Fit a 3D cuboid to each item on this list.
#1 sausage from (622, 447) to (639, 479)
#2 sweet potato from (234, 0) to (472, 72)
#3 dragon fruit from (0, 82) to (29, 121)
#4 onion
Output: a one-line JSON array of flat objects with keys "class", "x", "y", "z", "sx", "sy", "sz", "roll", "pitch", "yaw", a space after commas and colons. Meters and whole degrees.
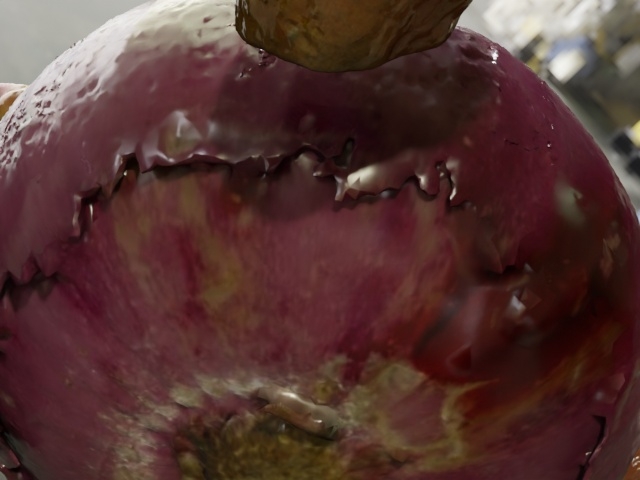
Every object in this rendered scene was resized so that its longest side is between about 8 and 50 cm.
[{"class": "sausage", "x": 0.107, "y": 0.126, "z": 1.096, "sx": 0.077, "sy": 0.194, "sz": 0.077, "roll": -5, "pitch": 90, "yaw": -76}, {"class": "sweet potato", "x": 0.055, "y": -0.150, "z": 0.646, "sx": 0.097, "sy": 0.251, "sz": 0.097, "roll": 26, "pitch": 37, "yaw": -22}, {"class": "dragon fruit", "x": -0.175, "y": -0.014, "z": 1.510, "sx": 0.290, "sy": 0.189, "sz": 0.290, "roll": 11, "pitch": -2, "yaw": 0}, {"class": "onion", "x": -0.018, "y": 0.022, "z": 0.928, "sx": 0.358, "sy": 0.358, "sz": 0.345, "roll": 26, "pitch": 28, "yaw": -39}]
